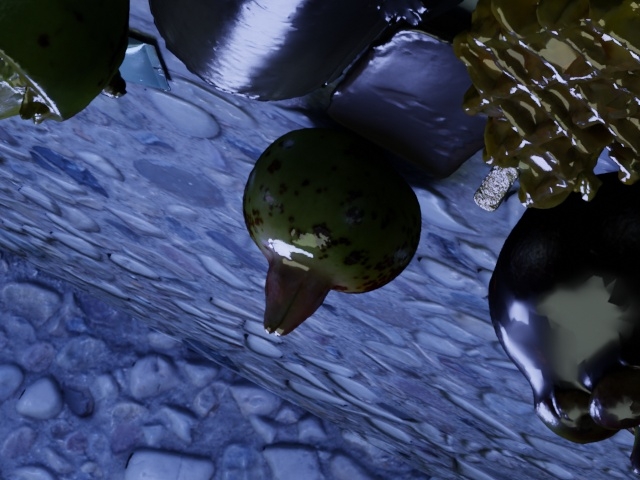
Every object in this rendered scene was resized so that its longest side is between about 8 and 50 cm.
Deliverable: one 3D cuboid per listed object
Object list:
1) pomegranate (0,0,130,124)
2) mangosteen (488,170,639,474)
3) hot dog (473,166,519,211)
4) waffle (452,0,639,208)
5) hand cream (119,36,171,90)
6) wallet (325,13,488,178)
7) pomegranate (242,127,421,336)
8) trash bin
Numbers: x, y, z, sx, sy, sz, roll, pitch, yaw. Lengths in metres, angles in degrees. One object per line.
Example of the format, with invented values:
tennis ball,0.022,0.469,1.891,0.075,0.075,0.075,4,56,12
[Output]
pomegranate,-0.329,-0.259,1.346,0.340,0.260,0.260,53,154,-18
mangosteen,0.296,0.074,1.300,0.288,0.287,0.233,26,-172,5
hot dog,0.193,-0.067,1.457,0.030,0.034,0.090,36,144,6
waffle,0.252,-0.119,0.996,0.324,0.151,0.261,7,139,47
hand cream,-0.333,-0.254,1.670,0.312,0.070,0.111,16,159,9
wallet,0.109,-0.142,1.351,0.165,0.042,0.309,28,164,-7
pomegranate,0.000,0.000,1.570,0.214,0.247,0.214,22,167,5
trash bin,-0.011,-0.233,1.000,0.252,0.203,0.301,56,162,1
